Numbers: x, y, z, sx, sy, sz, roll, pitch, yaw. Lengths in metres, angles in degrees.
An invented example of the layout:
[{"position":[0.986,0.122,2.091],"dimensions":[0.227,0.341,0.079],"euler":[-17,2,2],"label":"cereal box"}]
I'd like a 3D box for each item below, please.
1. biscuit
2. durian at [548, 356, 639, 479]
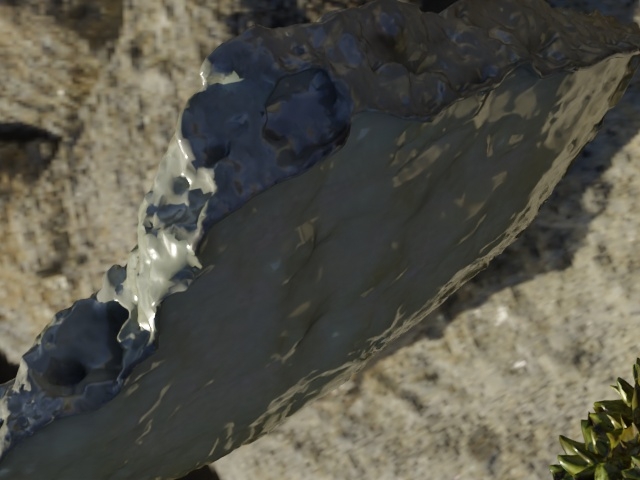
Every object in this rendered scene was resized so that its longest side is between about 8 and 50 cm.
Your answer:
[{"position":[0.000,0.000,0.449],"dimensions":[0.265,0.188,0.040],"euler":[-36,64,-10],"label":"biscuit"},{"position":[0.196,0.171,0.658],"dimensions":[0.225,0.291,0.291],"euler":[7,101,31],"label":"durian"}]
